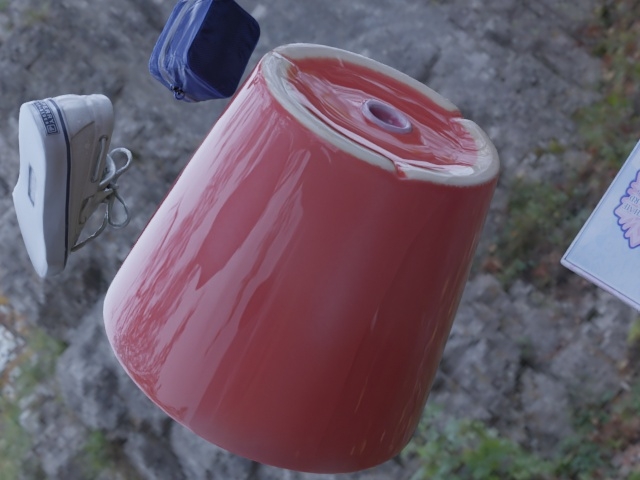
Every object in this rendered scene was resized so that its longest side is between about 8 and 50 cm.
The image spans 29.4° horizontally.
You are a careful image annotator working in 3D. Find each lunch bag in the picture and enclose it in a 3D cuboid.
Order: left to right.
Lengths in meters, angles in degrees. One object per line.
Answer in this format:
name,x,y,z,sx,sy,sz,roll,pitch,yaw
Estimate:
lunch bag,-0.109,-0.170,1.106,0.067,0.065,0.098,40,-116,-37

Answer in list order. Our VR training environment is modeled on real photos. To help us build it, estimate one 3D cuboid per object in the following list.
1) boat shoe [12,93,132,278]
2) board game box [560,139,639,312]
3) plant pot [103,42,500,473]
boat shoe,-0.327,-0.079,1.670,0.156,0.136,0.367,-18,-29,-25
board game box,0.343,-0.045,0.702,0.066,0.319,0.318,28,-83,-40
plant pot,0.000,0.000,0.942,0.275,0.275,0.243,-25,-34,-57
